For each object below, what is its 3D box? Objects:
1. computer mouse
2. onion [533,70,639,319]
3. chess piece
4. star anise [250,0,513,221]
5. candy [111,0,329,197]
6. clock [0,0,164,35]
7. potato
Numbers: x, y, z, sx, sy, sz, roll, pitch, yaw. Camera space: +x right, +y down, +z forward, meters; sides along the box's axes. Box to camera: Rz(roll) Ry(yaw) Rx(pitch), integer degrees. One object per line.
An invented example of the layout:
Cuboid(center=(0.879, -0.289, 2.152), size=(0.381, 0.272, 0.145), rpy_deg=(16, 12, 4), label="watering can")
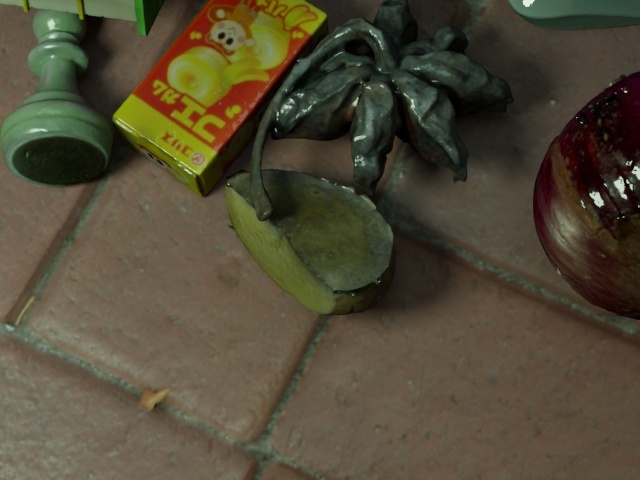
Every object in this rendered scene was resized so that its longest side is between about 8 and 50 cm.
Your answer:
Cuboid(center=(0.347, -0.337, 2.089), size=(0.231, 0.079, 0.128), rpy_deg=(-7, 73, -2), label="computer mouse")
Cuboid(center=(0.431, -0.005, 1.840), size=(0.347, 0.348, 0.385), rpy_deg=(-17, 69, -3), label="onion")
Cuboid(center=(-0.333, -0.213, 2.073), size=(0.139, 0.139, 0.272), rpy_deg=(-5, 59, 2), label="chess piece")
Cuboid(center=(0.078, -0.176, 1.997), size=(0.316, 0.139, 0.359), rpy_deg=(1, 58, 6), label="star anise")
Cuboid(center=(-0.123, -0.206, 2.063), size=(0.146, 0.088, 0.276), rpy_deg=(33, 76, 12), label="candy")
Cuboid(center=(-0.315, -0.382, 2.086), size=(0.255, 0.106, 0.220), rpy_deg=(9, 46, 9), label="clock")
Cuboid(center=(0.000, 0.000, 1.984), size=(0.138, 0.098, 0.243), rpy_deg=(-27, 56, -27), label="potato")
